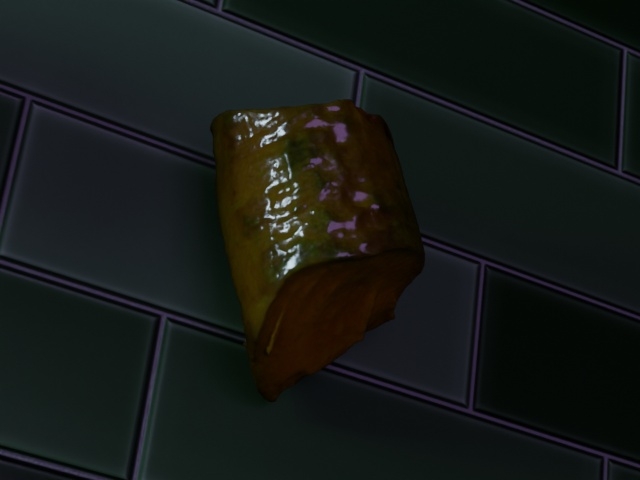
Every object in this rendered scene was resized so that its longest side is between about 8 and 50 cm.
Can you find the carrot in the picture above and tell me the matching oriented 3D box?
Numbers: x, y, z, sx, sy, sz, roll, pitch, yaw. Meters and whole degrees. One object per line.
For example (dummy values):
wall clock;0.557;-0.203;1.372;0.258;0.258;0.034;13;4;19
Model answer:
carrot;0.000;0.000;2.014;0.241;0.241;0.340;-2;70;-31
